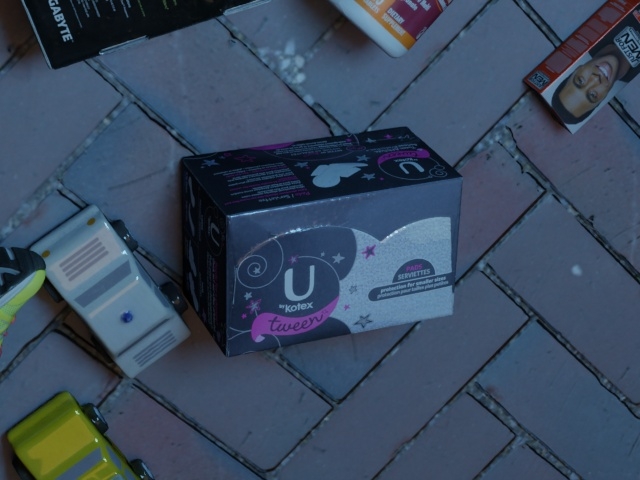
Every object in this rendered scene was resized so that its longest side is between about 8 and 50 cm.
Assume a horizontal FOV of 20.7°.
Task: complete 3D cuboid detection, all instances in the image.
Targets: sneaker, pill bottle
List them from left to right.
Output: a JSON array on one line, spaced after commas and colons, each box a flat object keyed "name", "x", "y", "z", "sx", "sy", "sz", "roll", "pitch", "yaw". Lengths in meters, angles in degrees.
[{"name": "sneaker", "x": -0.333, "y": 0.090, "z": 1.681, "sx": 0.208, "sy": 0.081, "sz": 0.094, "roll": -40, "pitch": 130, "yaw": 10}, {"name": "pill bottle", "x": 0.101, "y": -0.288, "z": 1.642, "sx": 0.221, "sy": 0.121, "sz": 0.121, "roll": -48, "pitch": 124, "yaw": 6}]

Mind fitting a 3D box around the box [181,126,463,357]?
[{"name": "box", "x": 0.000, "y": 0.000, "z": 1.736, "sx": 0.247, "sy": 0.142, "sz": 0.163, "roll": -9, "pitch": 119, "yaw": -19}]

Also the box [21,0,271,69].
[{"name": "box", "x": -0.167, "y": -0.330, "z": 1.496, "sx": 0.257, "sy": 0.079, "sz": 0.322, "roll": -19, "pitch": 123, "yaw": 0}]

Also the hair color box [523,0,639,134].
[{"name": "hair color box", "x": 0.288, "y": -0.186, "z": 1.826, "sx": 0.141, "sy": 0.043, "sz": 0.072, "roll": -43, "pitch": 125, "yaw": 3}]

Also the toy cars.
[{"name": "toy cars", "x": -0.214, "y": 0.157, "z": 1.756, "sx": 0.176, "sy": 0.087, "sz": 0.394, "roll": 0, "pitch": 116, "yaw": -24}]
